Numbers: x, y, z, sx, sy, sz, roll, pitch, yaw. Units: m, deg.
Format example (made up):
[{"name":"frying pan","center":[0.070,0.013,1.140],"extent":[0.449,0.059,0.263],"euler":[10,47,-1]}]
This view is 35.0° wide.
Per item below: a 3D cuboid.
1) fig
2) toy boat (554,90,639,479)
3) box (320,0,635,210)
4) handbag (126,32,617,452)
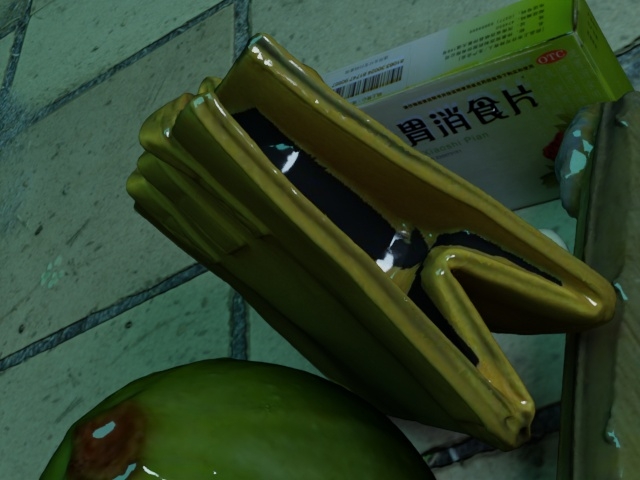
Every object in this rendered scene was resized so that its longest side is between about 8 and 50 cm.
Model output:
[{"name":"fig","center":[-0.063,0.205,0.671],"extent":[0.316,0.316,0.316],"euler":[-23,45,25]},{"name":"toy boat","center":[0.206,0.088,0.661],"extent":[0.135,0.162,0.446],"euler":[10,58,7]},{"name":"box","center":[0.128,-0.096,0.860],"extent":[0.260,0.175,0.062],"euler":[-14,48,32]},{"name":"handbag","center":[0.000,0.000,0.708],"extent":[0.133,0.283,0.401],"euler":[-55,9,-10]}]
